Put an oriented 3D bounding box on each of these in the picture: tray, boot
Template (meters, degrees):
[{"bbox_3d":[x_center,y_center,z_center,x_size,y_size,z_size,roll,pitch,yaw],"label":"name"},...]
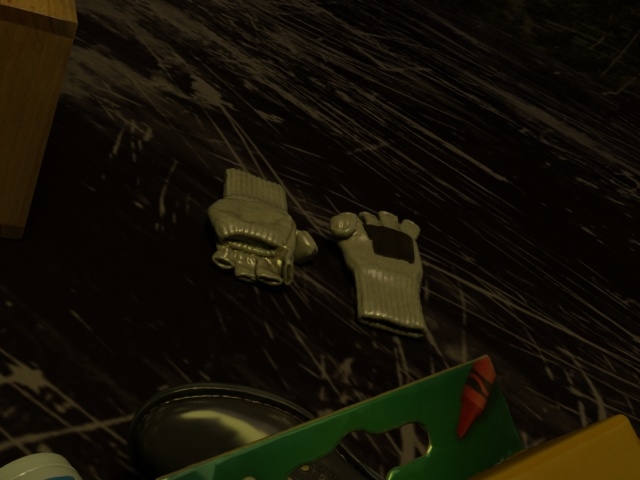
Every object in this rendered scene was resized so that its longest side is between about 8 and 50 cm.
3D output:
[{"bbox_3d":[-0.304,-0.202,0.887,0.076,0.203,0.411,10,30,-25],"label":"tray"},{"bbox_3d":[-0.004,0.177,0.502,0.263,0.091,0.229,26,6,-1],"label":"boot"}]

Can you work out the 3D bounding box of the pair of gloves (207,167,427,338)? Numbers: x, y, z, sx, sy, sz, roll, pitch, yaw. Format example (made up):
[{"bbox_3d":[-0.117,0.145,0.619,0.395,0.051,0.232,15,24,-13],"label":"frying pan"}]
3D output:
[{"bbox_3d":[0.000,0.000,0.953,0.240,0.042,0.204,20,28,-7],"label":"pair of gloves"}]

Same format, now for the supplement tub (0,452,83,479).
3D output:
[{"bbox_3d":[-0.140,0.175,0.494,0.071,0.071,0.107,-8,42,-46],"label":"supplement tub"}]

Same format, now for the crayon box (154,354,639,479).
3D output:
[{"bbox_3d":[0.083,0.207,0.363,0.202,0.081,0.318,-15,74,-34],"label":"crayon box"}]
